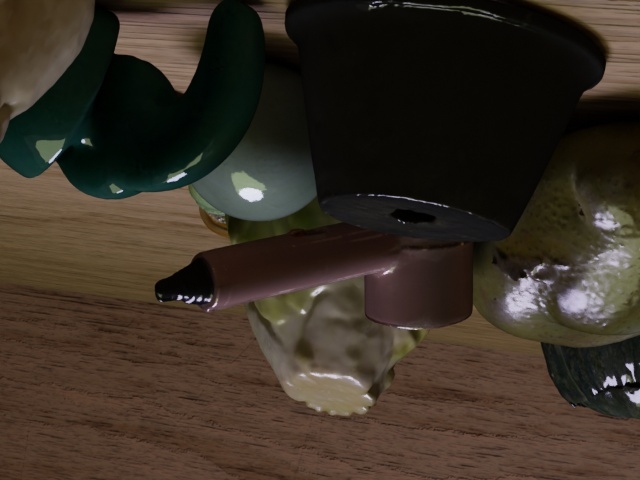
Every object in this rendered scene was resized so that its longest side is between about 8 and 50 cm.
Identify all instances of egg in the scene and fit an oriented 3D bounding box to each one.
[{"bbox_3d":[-0.058,-0.093,1.514,0.149,0.149,0.192,10,177,6],"label":"egg"}]

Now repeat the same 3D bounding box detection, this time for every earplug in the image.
[{"bbox_3d":[-0.207,-0.138,1.381,0.280,0.163,0.257,24,161,-14],"label":"earplug"}]

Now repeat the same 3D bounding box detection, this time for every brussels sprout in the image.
[{"bbox_3d":[0.013,0.019,1.730,0.243,0.273,0.316,8,-144,-8],"label":"brussels sprout"}]

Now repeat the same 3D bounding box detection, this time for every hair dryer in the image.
[{"bbox_3d":[0.000,0.000,1.420,0.344,0.189,0.107,-13,-162,-39],"label":"hair dryer"}]

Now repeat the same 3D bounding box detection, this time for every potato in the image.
[{"bbox_3d":[0.268,-0.014,1.527,0.218,0.202,0.351,23,157,-5],"label":"potato"}]

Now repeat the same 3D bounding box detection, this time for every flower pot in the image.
[{"bbox_3d":[0.087,-0.092,1.312,0.269,0.166,0.269,12,172,2],"label":"flower pot"}]

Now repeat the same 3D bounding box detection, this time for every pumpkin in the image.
[{"bbox_3d":[0.414,0.095,1.840,0.292,0.257,0.328,8,179,-36],"label":"pumpkin"}]

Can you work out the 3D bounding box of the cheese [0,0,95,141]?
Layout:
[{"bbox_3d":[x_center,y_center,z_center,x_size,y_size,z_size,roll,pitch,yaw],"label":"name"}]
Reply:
[{"bbox_3d":[-0.279,-0.158,1.183,0.174,0.251,0.248,8,-174,22],"label":"cheese"}]

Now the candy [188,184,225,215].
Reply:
[{"bbox_3d":[-0.051,-0.064,2.009,0.092,0.093,0.335,53,-158,24],"label":"candy"}]

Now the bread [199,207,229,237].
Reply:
[{"bbox_3d":[-0.084,-0.035,2.148,0.119,0.084,0.177,7,175,27],"label":"bread"}]
